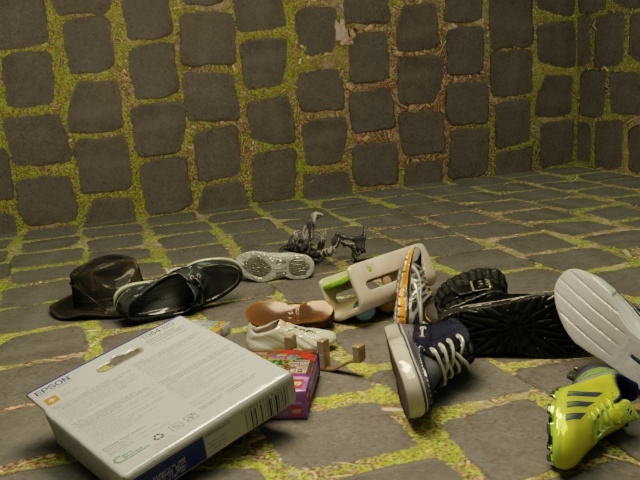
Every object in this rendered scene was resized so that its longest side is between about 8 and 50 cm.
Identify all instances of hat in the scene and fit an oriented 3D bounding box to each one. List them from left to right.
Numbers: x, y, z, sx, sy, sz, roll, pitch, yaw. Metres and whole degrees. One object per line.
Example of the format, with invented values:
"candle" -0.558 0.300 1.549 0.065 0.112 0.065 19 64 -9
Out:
"hat" -0.576 0.111 2.152 0.331 0.133 0.331 -4 12 1

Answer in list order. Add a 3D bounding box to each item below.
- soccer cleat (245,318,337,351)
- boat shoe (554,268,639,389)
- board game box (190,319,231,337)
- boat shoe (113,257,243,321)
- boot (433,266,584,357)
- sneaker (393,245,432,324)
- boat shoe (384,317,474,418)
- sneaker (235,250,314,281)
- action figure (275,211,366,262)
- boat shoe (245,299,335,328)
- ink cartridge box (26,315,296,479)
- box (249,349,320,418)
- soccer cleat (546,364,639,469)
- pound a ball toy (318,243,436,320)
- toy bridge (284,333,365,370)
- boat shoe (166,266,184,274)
"soccer cleat" -0.063 0.204 1.688 0.196 0.076 0.068 -5 12 -4
"boat shoe" 0.560 0.178 1.428 0.119 0.121 0.335 8 32 -36
"board game box" -0.286 0.219 1.806 0.103 0.026 0.154 0 13 21
"boat shoe" -0.350 0.130 2.003 0.340 0.127 0.113 -10 15 -18
"boot" 0.410 0.144 1.684 0.348 0.131 0.260 -2 13 12
"sneaker" 0.218 0.114 1.819 0.083 0.214 0.084 9 -25 0
"boat shoe" 0.208 0.213 1.432 0.158 0.127 0.340 -11 12 2
"sneaker" -0.134 0.073 2.324 0.232 0.090 0.115 5 6 -1
"action figure" 0.000 0.000 2.420 0.276 0.140 0.164 -1 -22 1
"boat shoe" -0.069 0.181 1.840 0.207 0.073 0.073 1 -25 6
"ink cartridge box" -0.267 0.264 1.319 0.324 0.071 0.330 -27 30 -36
"box" -0.156 0.267 1.475 0.293 0.057 0.201 -3 13 7
"soccer cleat" 0.424 0.267 1.217 0.121 0.093 0.289 8 17 28
"pound a ball toy" 0.141 0.119 1.969 0.319 0.135 0.208 -15 -9 -41
"toy bridge" 0.006 0.228 1.585 0.188 0.063 0.026 3 14 34
"boat shoe" -0.350 0.108 2.176 0.084 0.095 0.258 -5 13 16
